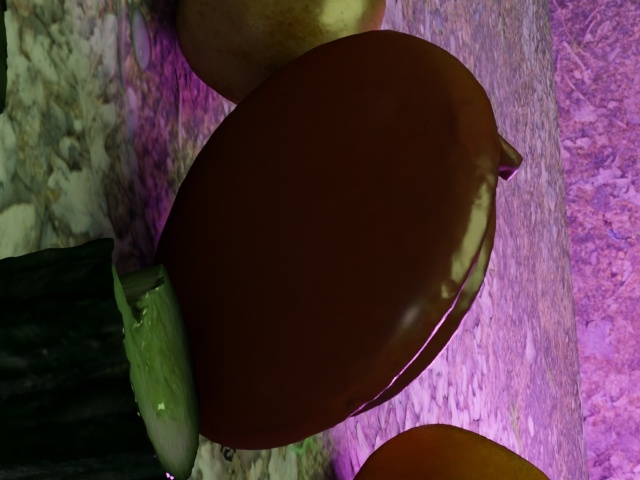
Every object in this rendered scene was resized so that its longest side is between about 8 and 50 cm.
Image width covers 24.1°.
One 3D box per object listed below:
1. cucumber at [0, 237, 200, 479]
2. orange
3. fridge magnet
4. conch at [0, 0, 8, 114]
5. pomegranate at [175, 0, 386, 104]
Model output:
[{"bbox_3d":[-0.159,0.098,1.074,0.191,0.130,0.191,-5,90,-74],"label":"cucumber"},{"bbox_3d":[0.149,0.327,1.658,0.261,0.261,0.261,-6,90,-70],"label":"orange"},{"bbox_3d":[0.000,0.000,1.203,0.155,0.363,0.364,34,50,-37],"label":"fridge magnet"},{"bbox_3d":[-0.243,-0.104,0.874,0.250,0.137,0.143,53,36,-55],"label":"conch"},{"bbox_3d":[-0.037,-0.211,1.387,0.207,0.207,0.207,-6,90,-70],"label":"pomegranate"}]
